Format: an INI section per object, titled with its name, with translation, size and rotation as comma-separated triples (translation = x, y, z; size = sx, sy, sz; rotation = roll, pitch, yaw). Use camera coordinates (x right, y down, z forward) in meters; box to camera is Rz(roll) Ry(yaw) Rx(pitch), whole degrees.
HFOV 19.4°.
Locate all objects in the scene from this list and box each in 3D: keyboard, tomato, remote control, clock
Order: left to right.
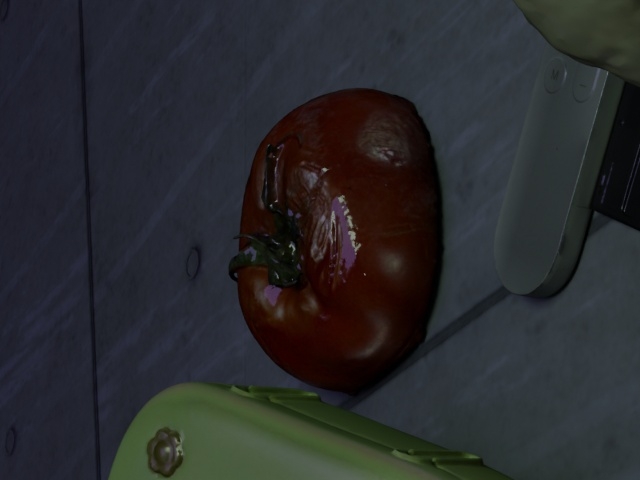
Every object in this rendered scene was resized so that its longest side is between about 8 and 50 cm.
[clock]
translation = -0.023, 0.274, 1.119
size = 0.286, 0.117, 0.348
rotation = 18, 96, 40
[tomato]
translation = -0.002, -0.002, 1.373
size = 0.228, 0.101, 0.228
rotation = -19, 68, 56
[remote control]
translation = 0.159, -0.082, 1.180
size = 0.077, 0.022, 0.245
rotation = 31, 108, 62
[keyboard]
translation = 0.207, -0.107, 1.113
size = 0.067, 0.011, 0.202
rotation = 32, 110, 62

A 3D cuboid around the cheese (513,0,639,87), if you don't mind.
[cheese]
translation = 0.205, -0.160, 0.932
size = 0.248, 0.251, 0.174
rotation = -93, 28, -54
